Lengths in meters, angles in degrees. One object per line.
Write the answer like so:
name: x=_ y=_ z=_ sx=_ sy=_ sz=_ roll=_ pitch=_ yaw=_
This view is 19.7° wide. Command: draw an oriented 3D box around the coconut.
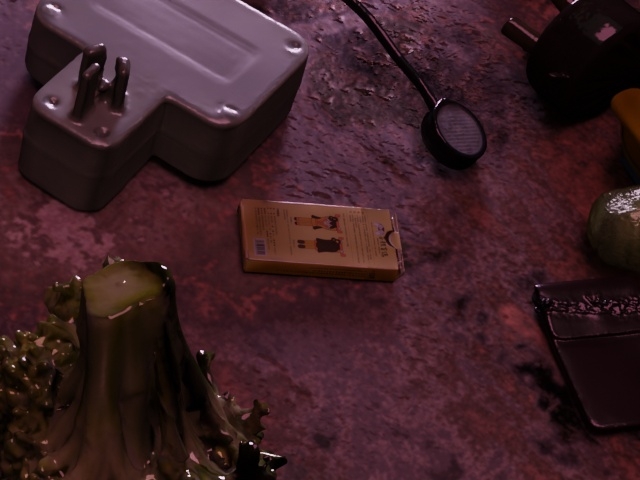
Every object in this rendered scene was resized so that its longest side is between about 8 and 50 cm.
coconut: x=0.299 y=-0.011 z=1.727 sx=0.096 sy=0.088 sz=0.088 roll=6 pitch=50 yaw=-5

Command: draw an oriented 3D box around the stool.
stool: x=0.279 y=-0.199 z=1.851 sx=0.217 sy=0.125 sz=0.121 roll=-16 pitch=52 yaw=-40

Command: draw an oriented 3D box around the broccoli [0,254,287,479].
broccoli: x=-0.134 y=0.117 z=1.383 sx=0.247 sy=0.243 sz=0.263 roll=14 pitch=43 yaw=12

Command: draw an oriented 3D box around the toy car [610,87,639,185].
toy car: x=0.398 y=-0.134 z=1.759 sx=0.248 sy=0.142 sz=0.200 roll=-35 pitch=50 yaw=3

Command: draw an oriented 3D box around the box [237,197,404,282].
box: x=0.000 y=0.000 z=1.668 sx=0.149 sy=0.020 sz=0.073 roll=5 pitch=50 yaw=-13

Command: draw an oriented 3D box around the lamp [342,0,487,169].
lamp: x=0.023 y=-0.206 z=1.831 sx=0.371 sy=0.108 sz=0.130 roll=49 pitch=40 yaw=4

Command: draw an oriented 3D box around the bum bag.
bum bag: x=0.263 y=0.100 z=1.662 sx=0.109 sy=0.026 sz=0.159 roll=-5 pitch=54 yaw=-22

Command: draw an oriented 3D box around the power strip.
power strip: x=-0.161 y=-0.158 z=1.675 sx=0.229 sy=0.141 sz=0.261 roll=31 pitch=47 yaw=11
